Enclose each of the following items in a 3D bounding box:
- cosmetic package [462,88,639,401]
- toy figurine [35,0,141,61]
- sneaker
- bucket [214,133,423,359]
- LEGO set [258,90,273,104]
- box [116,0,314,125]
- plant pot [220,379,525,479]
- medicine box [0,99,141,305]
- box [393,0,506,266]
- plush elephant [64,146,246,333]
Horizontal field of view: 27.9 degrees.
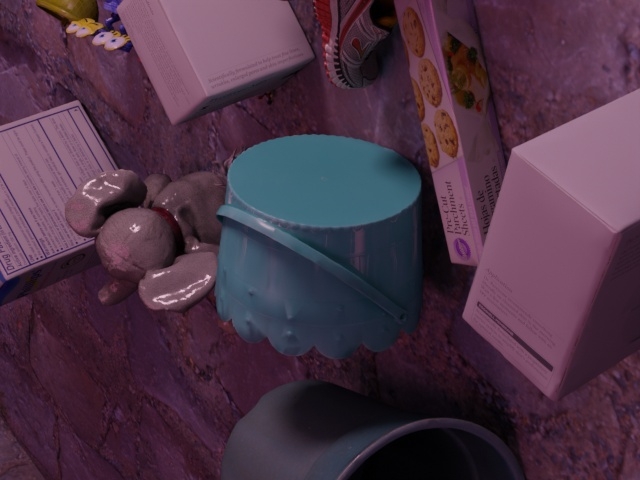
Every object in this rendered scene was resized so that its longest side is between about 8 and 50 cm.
[{"bbox_3d":[0.277,-0.005,1.226,0.138,0.224,0.224,44,142,30],"label":"cosmetic package"},{"bbox_3d":[-0.260,-0.384,1.886,0.362,0.191,0.217,30,104,52],"label":"toy figurine"},{"bbox_3d":[0.049,-0.246,1.495,0.093,0.088,0.225,5,157,10],"label":"sneaker"},{"bbox_3d":[0.000,0.000,1.606,0.281,0.281,0.183,33,132,41],"label":"bucket"},{"bbox_3d":[-0.094,-0.225,1.815,0.083,0.023,0.054,45,147,7],"label":"LEGO set"},{"bbox_3d":[-0.138,-0.272,1.689,0.119,0.181,0.181,-29,86,59],"label":"box"},{"bbox_3d":[0.045,0.352,1.740,0.334,0.341,0.341,22,128,57],"label":"plant pot"},{"bbox_3d":[-0.499,-0.065,2.251,0.263,0.289,0.149,59,147,10],"label":"medicine box"},{"bbox_3d":[0.159,-0.129,1.466,0.067,0.063,0.324,11,120,53],"label":"box"},{"bbox_3d":[-0.240,0.011,1.960,0.272,0.255,0.330,52,146,20],"label":"plush elephant"}]
